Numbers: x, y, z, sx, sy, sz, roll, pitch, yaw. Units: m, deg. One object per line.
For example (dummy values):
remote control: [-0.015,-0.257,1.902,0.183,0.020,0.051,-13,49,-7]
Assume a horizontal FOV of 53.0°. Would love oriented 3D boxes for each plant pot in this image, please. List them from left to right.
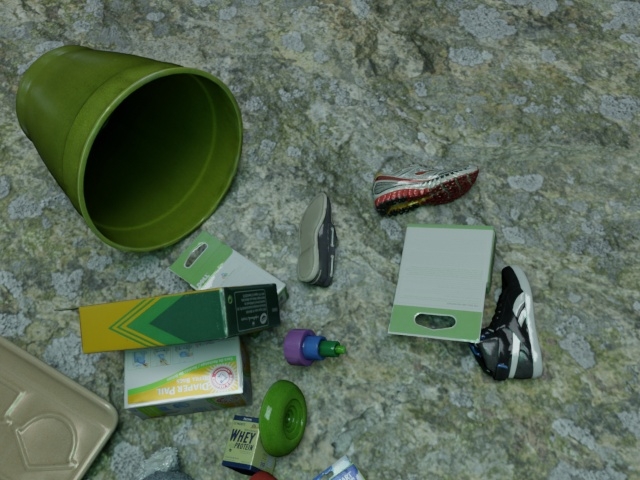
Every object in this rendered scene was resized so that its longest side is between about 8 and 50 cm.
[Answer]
plant pot: [-0.408,-0.219,1.270,0.353,0.366,0.366,32,69,29]

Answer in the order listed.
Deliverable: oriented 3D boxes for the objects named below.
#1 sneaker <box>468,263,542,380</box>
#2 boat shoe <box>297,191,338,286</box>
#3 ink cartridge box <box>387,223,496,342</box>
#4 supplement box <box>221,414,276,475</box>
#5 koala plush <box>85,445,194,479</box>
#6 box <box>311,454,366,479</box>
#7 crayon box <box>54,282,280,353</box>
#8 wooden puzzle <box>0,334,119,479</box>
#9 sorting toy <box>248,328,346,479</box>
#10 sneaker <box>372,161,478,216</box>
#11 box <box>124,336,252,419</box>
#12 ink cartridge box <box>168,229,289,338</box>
sneaker: [0.324,0.146,1.171,0.121,0.079,0.217,-4,64,1]
boat shoe: [0.000,0.000,1.286,0.065,0.075,0.206,28,52,-31]
ink cartridge box: [0.230,0.081,1.200,0.171,0.056,0.235,3,64,22]
supplement box: [-0.114,0.349,1.083,0.056,0.083,0.083,0,61,24]
koala plush: [-0.288,0.445,1.020,0.221,0.203,0.196,-31,73,-35]
box: [0.051,0.455,1.050,0.109,0.042,0.178,-32,67,-13]
crayon box: [-0.256,0.134,1.102,0.322,0.203,0.083,-8,85,20]
wooden puzzle: [-0.558,0.375,1.108,0.322,0.080,0.348,26,72,15]
sorting toy: [-0.024,0.321,1.054,0.126,0.127,0.366,-2,61,29]
sneaker: [0.213,-0.125,1.310,0.225,0.088,0.093,-12,62,-3]
box: [-0.229,0.243,1.132,0.203,0.114,0.103,-7,65,-2]
ink cartridge box: [-0.176,0.083,1.239,0.209,0.062,0.109,32,70,18]
